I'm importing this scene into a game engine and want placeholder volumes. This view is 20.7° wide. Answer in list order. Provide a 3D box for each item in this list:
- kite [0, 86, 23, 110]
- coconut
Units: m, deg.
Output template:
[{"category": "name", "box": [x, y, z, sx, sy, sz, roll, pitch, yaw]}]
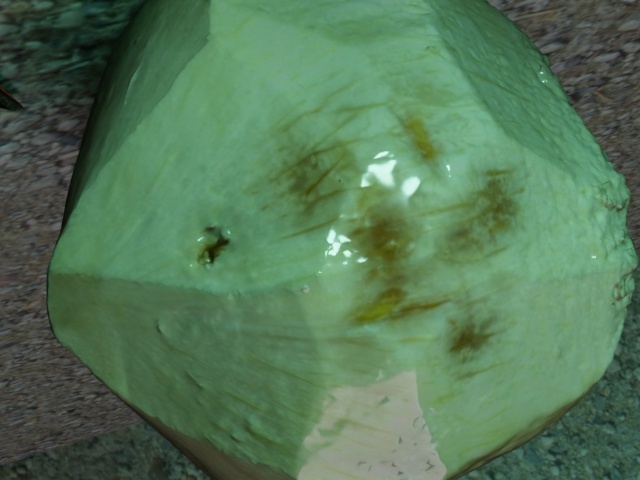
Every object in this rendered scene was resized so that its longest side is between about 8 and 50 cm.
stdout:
[{"category": "kite", "box": [-0.300, -0.096, 1.184, 0.241, 0.014, 0.183, -11, 167, -33]}, {"category": "coconut", "box": [0.000, 0.000, 1.207, 0.415, 0.415, 0.344, -12, 141, -30]}]
